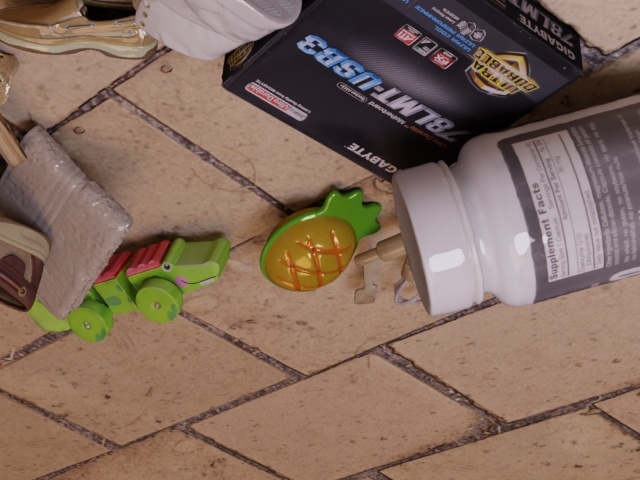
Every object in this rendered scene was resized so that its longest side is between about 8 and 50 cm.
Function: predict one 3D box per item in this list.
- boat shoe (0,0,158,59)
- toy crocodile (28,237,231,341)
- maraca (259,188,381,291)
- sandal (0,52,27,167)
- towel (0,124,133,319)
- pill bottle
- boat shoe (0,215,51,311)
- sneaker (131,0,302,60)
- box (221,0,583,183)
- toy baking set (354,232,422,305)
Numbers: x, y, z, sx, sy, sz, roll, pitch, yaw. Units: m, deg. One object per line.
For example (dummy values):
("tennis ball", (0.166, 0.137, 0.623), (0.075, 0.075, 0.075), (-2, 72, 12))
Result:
("boat shoe", (-0.280, -0.257, 1.587), (0.190, 0.068, 0.072), (2, 135, -9))
("toy crocodile", (-0.277, 0.061, 2.004), (0.341, 0.115, 0.105), (-17, 119, 31))
("maraca", (0.000, 0.000, 1.882), (0.186, 0.099, 0.127), (-40, 135, 16))
("sandal", (-0.401, -0.196, 1.697), (0.079, 0.088, 0.240), (-30, 136, -5))
("towel", (-0.365, -0.019, 1.887), (0.187, 0.049, 0.282), (44, 139, 0))
("pill bottle", (0.276, -0.042, 1.578), (0.361, 0.204, 0.204), (-15, 145, -2))
("boat shoe", (-0.499, 0.010, 1.753), (0.123, 0.123, 0.342), (-8, 157, 42))
("sneaker", (-0.180, -0.295, 1.462), (0.292, 0.108, 0.169), (38, 145, -24))
("box", (0.090, -0.203, 1.561), (0.295, 0.073, 0.293), (29, 134, -29))
("toy baking set", (0.140, 0.037, 1.913), (0.256, 0.030, 0.197), (-20, 149, 19))
